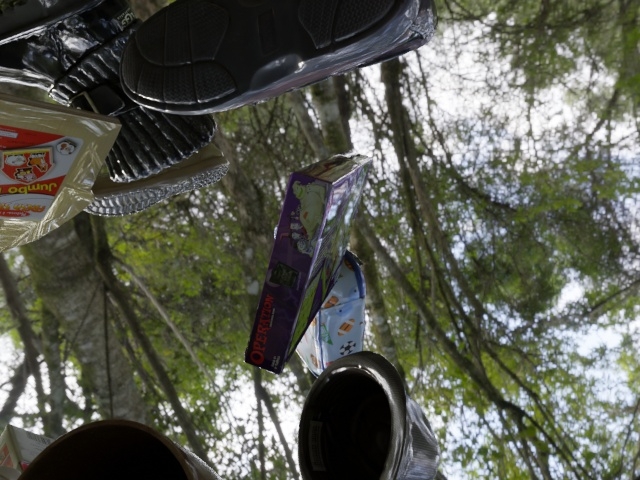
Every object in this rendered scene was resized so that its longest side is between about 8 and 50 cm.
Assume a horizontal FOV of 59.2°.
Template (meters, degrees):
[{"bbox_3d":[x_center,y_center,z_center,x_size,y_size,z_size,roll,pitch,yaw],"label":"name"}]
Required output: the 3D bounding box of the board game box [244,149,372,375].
[{"bbox_3d":[0.000,0.000,0.709,0.056,0.208,0.347,22,-165,6],"label":"board game box"}]

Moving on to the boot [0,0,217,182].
[{"bbox_3d":[-0.336,-0.199,0.765,0.348,0.260,0.131,-3,-136,31],"label":"boot"}]

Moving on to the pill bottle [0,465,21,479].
[{"bbox_3d":[-0.390,0.310,0.596,0.087,0.087,0.160,-5,-173,14],"label":"pill bottle"}]

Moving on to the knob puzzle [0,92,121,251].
[{"bbox_3d":[-0.284,-0.049,0.464,0.213,0.213,0.030,-25,-116,-12],"label":"knob puzzle"}]

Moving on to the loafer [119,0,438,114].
[{"bbox_3d":[-0.045,-0.164,0.498,0.302,0.109,0.095,-4,174,31],"label":"loafer"}]

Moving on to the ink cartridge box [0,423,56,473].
[{"bbox_3d":[-0.612,0.557,1.074,0.272,0.130,0.309,8,-114,56],"label":"ink cartridge box"}]

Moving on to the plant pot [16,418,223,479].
[{"bbox_3d":[-0.159,0.310,0.565,0.215,0.230,0.215,-8,-119,16],"label":"plant pot"}]

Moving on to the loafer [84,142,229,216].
[{"bbox_3d":[-0.299,-0.119,0.998,0.268,0.102,0.092,-20,-105,-25],"label":"loafer"}]

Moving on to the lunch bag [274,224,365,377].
[{"bbox_3d":[-0.008,0.105,1.124,0.115,0.303,0.243,-15,-140,-21],"label":"lunch bag"}]

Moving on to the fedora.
[{"bbox_3d":[0.079,0.290,0.816,0.275,0.124,0.244,-7,-115,60],"label":"fedora"}]
